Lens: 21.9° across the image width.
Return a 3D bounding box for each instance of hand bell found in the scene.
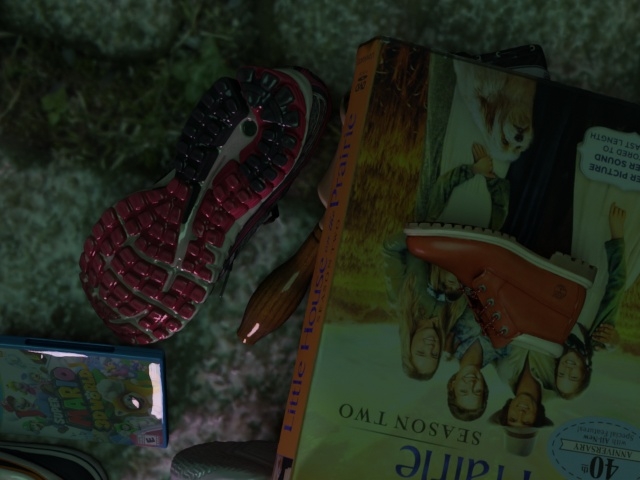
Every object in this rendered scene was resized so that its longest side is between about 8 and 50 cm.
[{"bbox_3d":[0.000,0.000,1.435,0.126,0.126,0.242,38,115,-4],"label":"hand bell"}]

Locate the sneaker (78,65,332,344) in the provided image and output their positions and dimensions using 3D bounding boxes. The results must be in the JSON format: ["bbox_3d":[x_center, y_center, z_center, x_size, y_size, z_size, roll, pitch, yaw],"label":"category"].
[{"bbox_3d":[-0.092,-0.024,1.423,0.121,0.112,0.299,48,115,10],"label":"sneaker"}]

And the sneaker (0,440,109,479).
[{"bbox_3d":[-0.359,0.235,1.486,0.321,0.127,0.126,0,103,6],"label":"sneaker"}]

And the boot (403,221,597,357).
[{"bbox_3d":[0.128,0.035,1.250,0.158,0.059,0.084,20,86,-14],"label":"boot"}]

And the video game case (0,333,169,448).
[{"bbox_3d":[-0.220,0.135,1.481,0.166,0.015,0.119,5,132,3],"label":"video game case"}]

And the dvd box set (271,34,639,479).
[{"bbox_3d":[0.137,0.078,1.310,0.308,0.062,0.420,14,83,-14],"label":"dvd box set"}]

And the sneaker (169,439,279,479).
[{"bbox_3d":[-0.003,0.262,1.372,0.268,0.101,0.153,13,100,-1],"label":"sneaker"}]

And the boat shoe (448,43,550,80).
[{"bbox_3d":[0.124,-0.140,1.414,0.142,0.049,0.040,-4,69,7],"label":"boat shoe"}]
